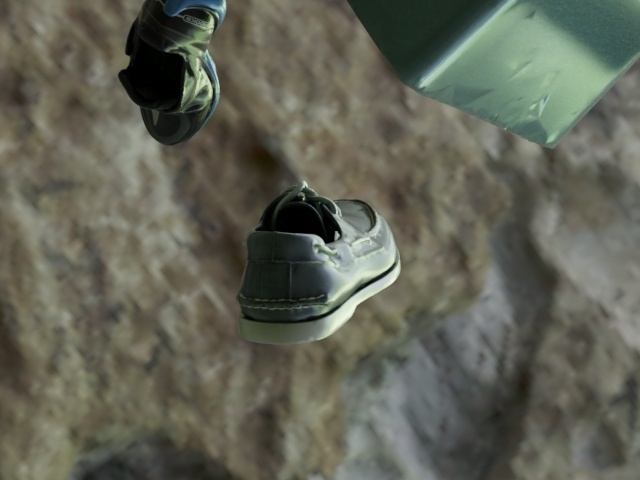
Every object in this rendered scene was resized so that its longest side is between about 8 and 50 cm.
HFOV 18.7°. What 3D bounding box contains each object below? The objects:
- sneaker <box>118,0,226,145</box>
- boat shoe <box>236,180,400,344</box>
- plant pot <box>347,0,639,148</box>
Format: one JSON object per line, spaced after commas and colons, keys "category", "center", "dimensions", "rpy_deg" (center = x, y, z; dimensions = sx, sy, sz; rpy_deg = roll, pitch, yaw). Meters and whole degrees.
{"category": "sneaker", "center": [-0.110, -0.118, 1.341], "dimensions": [0.067, 0.188, 0.078], "rpy_deg": [34, -113, 8]}
{"category": "boat shoe", "center": [0.000, 0.000, 1.710], "dimensions": [0.319, 0.116, 0.099], "rpy_deg": [-48, -43, -69]}
{"category": "plant pot", "center": [0.144, -0.254, 1.356], "dimensions": [0.247, 0.252, 0.248], "rpy_deg": [14, -140, -58]}
